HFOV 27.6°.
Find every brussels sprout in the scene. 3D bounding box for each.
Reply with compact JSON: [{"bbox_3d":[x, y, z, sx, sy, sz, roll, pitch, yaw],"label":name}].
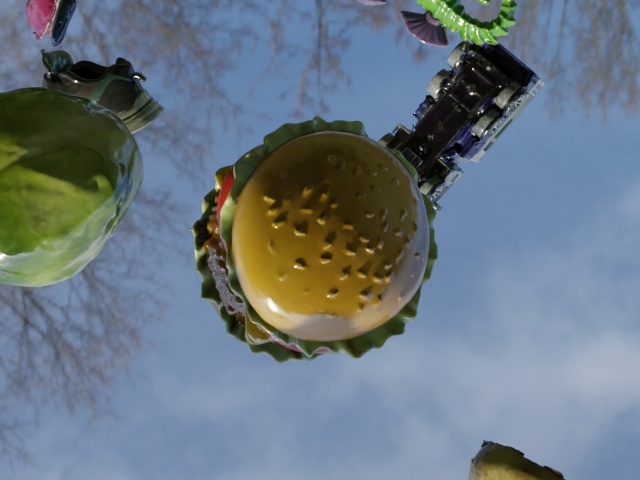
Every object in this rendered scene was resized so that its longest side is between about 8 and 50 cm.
[{"bbox_3d":[-0.210,-0.041,0.951,0.155,0.117,0.155,4,-114,-10],"label":"brussels sprout"}]

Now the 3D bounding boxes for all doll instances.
[{"bbox_3d":[0.117,-0.268,1.366,0.190,0.115,0.050,35,-170,1],"label":"doll"}]

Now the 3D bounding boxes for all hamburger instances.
[{"bbox_3d":[0.000,0.000,1.454,0.274,0.212,0.274,4,-102,-20],"label":"hamburger"}]

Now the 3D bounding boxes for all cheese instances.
[{"bbox_3d":[-0.216,-0.201,1.066,0.038,0.095,0.145,16,-158,-22],"label":"cheese"}]

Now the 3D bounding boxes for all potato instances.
[{"bbox_3d":[0.291,0.352,1.681,0.243,0.138,0.098,27,-105,22],"label":"potato"}]

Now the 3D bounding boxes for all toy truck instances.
[{"bbox_3d":[0.205,-0.170,1.941,0.124,0.268,0.155,44,-167,16],"label":"toy truck"}]

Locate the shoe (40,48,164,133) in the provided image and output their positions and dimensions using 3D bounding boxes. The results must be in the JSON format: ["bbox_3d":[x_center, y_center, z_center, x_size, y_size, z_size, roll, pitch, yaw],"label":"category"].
[{"bbox_3d":[-0.240,-0.139,1.248,0.169,0.099,0.071,-12,-158,16],"label":"shoe"}]
